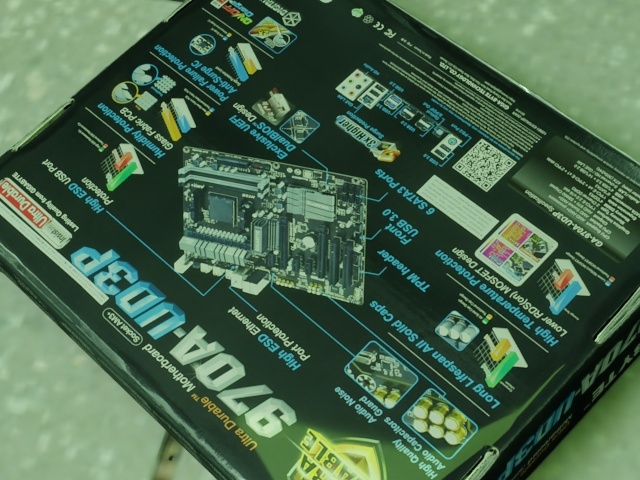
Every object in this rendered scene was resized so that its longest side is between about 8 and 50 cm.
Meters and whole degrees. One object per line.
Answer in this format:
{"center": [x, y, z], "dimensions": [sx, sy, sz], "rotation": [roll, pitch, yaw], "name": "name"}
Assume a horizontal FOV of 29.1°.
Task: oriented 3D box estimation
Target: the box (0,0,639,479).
{"center": [0.000, 0.000, 0.449], "dimensions": [0.220, 0.051, 0.175], "rotation": [38, 72, 26], "name": "box"}
